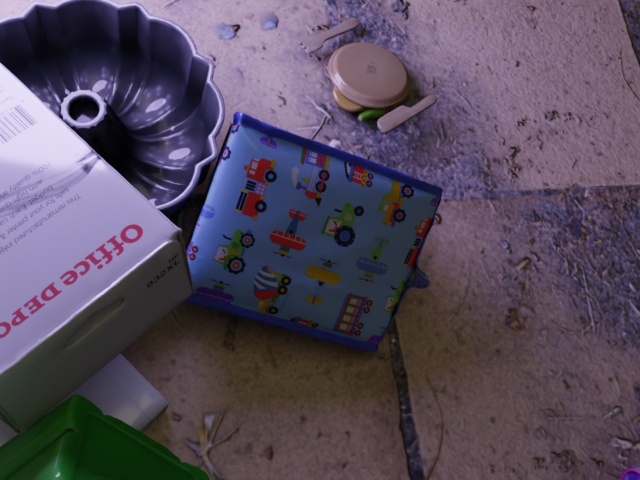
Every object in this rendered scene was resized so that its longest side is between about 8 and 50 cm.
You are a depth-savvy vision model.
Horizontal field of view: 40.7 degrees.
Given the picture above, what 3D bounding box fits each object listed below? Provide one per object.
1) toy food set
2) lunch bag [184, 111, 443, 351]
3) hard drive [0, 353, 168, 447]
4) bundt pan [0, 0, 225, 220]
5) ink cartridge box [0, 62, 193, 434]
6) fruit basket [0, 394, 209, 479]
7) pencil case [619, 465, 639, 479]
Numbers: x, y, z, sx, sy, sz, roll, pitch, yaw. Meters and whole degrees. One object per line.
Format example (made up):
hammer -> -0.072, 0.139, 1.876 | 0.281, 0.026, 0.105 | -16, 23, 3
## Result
toy food set -> 0.065, -0.232, 1.246 | 0.132, 0.038, 0.192 | -32, 72, -30
lunch bag -> 0.000, 0.000, 1.034 | 0.293, 0.138, 0.220 | 20, 96, -10
hard drive -> -0.351, 0.218, 0.950 | 0.203, 0.040, 0.307 | 43, 64, 7
bundt pan -> -0.284, -0.130, 1.059 | 0.331, 0.124, 0.330 | 3, 67, -7
ink cartridge box -> -0.309, -0.004, 0.843 | 0.307, 0.129, 0.223 | 41, 67, 21
fruit basket -> -0.253, 0.381, 0.757 | 0.283, 0.392, 0.392 | 37, 63, -18
pencil case -> 0.493, 0.305, 1.076 | 0.237, 0.104, 0.104 | -11, 70, -16
